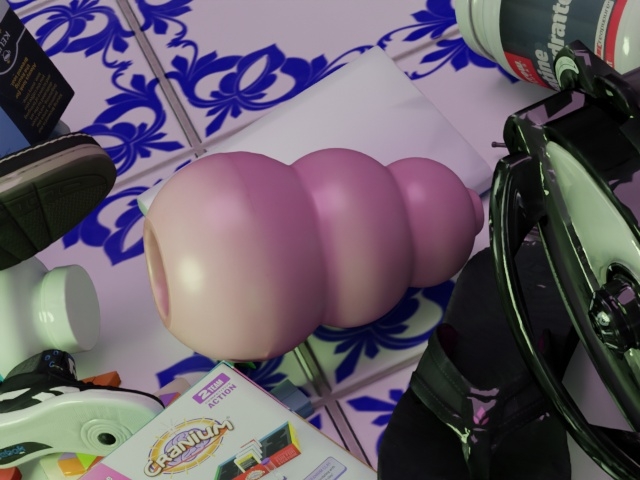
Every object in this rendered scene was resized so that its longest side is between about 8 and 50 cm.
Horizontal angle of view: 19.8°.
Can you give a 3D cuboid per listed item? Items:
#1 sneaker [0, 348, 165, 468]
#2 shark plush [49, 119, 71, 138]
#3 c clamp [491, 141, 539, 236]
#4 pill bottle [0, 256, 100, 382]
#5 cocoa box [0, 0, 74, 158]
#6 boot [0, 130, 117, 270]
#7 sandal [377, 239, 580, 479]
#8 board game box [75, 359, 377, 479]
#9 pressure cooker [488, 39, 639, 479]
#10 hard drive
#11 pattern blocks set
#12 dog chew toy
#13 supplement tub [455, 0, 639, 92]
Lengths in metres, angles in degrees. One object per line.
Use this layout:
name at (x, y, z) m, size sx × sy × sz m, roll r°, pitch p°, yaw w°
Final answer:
sneaker at (-0.241, 0.150, 1.810) m, size 0.217 × 0.079 × 0.121 m, roll -10°, pitch 36°, yaw 21°
shark plush at (-0.337, -0.118, 2.274) m, size 0.161 × 0.073 × 0.067 m, roll 35°, pitch 83°, yaw 25°
c clamp at (0.238, -0.052, 1.922) m, size 0.137 × 0.022 × 0.161 m, roll -2°, pitch 40°, yaw 16°
pill bottle at (-0.370, 0.091, 1.932) m, size 0.264 × 0.146 × 0.146 m, roll -11°, pitch 39°, yaw 14°
cocoa box at (-0.493, -0.118, 2.129) m, size 0.231 × 0.228 × 0.347 m, roll 9°, pitch 60°, yaw 33°
boot at (-0.423, -0.086, 1.867) m, size 0.377 × 0.138 × 0.284 m, roll -27°, pitch 63°, yaw -1°
sandal at (0.148, 0.114, 1.634) m, size 0.167 × 0.107 × 0.446 m, roll 2°, pitch 34°, yaw 13°
board game box at (-0.069, 0.265, 1.620) m, size 0.242 × 0.064 × 0.316 m, roll -38°, pitch 46°, yaw -21°
pressure cooker at (0.353, 0.006, 1.502) m, size 0.420 × 0.375 × 0.370 m, roll -25°, pitch 41°, yaw -7°
hard drive at (-0.005, -0.051, 1.953) m, size 0.318 × 0.040 × 0.210 m, roll -33°, pitch 65°, yaw -15°
pattern blocks set at (-0.180, 0.211, 1.794) m, size 0.325 × 0.026 × 0.285 m, roll -40°, pitch 41°, yaw -23°
dog chew toy at (0.000, 0.000, 1.796) m, size 0.332 × 0.207 × 0.206 m, roll -12°, pitch 35°, yaw -14°
supplement tub at (0.299, -0.247, 1.987) m, size 0.191 × 0.191 × 0.272 m, roll -41°, pitch 41°, yaw -24°
